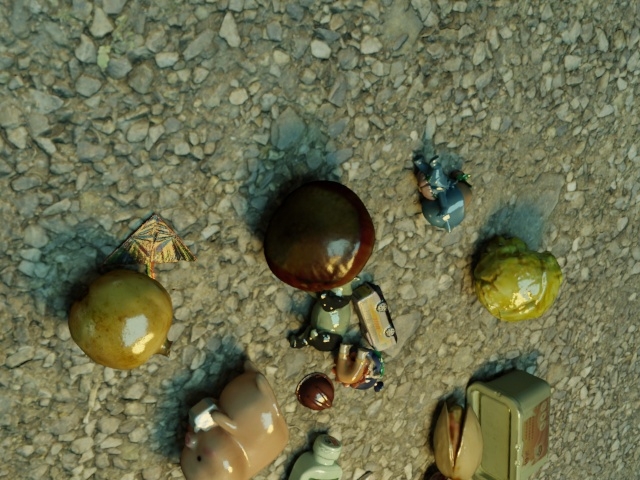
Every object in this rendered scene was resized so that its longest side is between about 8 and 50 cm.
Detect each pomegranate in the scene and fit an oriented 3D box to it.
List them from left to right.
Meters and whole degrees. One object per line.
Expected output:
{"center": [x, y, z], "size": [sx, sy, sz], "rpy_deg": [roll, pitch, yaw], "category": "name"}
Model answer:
{"center": [-0.347, 0.149, 1.426], "size": [0.196, 0.196, 0.196], "rpy_deg": [-14, 119, -26], "category": "pomegranate"}

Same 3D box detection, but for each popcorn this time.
{"center": [0.477, 0.100, 1.911], "size": [0.221, 0.183, 0.204], "rpy_deg": [21, 106, -38], "category": "popcorn"}

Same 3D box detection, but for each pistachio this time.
{"center": [0.360, 0.529, 2.069], "size": [0.144, 0.144, 0.215], "rpy_deg": [-13, 107, -26], "category": "pistachio"}

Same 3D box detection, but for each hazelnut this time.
{"center": [0.000, 0.000, 1.565], "size": [0.229, 0.229, 0.229], "rpy_deg": [-14, 119, -26], "category": "hazelnut"}

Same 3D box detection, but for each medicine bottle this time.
{"center": [-0.016, 0.580, 1.896], "size": [0.121, 0.083, 0.229], "rpy_deg": [11, 108, -33], "category": "medicine bottle"}

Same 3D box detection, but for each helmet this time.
{"center": [0.002, 0.360, 1.817], "size": [0.089, 0.057, 0.111], "rpy_deg": [-52, 128, -3], "category": "helmet"}

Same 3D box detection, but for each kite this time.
{"center": [-0.318, 0.023, 1.487], "size": [0.190, 0.010, 0.159], "rpy_deg": [-1, 115, -29], "category": "kite"}

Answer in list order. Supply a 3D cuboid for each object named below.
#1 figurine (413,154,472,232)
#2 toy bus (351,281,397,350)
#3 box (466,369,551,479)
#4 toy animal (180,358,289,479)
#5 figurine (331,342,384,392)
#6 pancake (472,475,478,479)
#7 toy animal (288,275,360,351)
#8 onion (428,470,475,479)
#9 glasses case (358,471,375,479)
{"center": [0.279, -0.116, 1.734], "size": [0.144, 0.114, 0.178], "rpy_deg": [-35, 118, -15], "category": "figurine"}
{"center": [0.123, 0.177, 1.806], "size": [0.072, 0.057, 0.172], "rpy_deg": [-28, 124, -11], "category": "toy bus"}
{"center": [0.521, 0.506, 2.138], "size": [0.182, 0.175, 0.311], "rpy_deg": [-21, 117, -34], "category": "box"}
{"center": [-0.185, 0.412, 1.646], "size": [0.256, 0.195, 0.213], "rpy_deg": [-35, 118, -9], "category": "toy animal"}
{"center": [0.078, 0.286, 1.769], "size": [0.195, 0.111, 0.102], "rpy_deg": [26, 83, -68], "category": "figurine"}
{"center": [0.479, 0.659, 2.277], "size": [0.158, 0.028, 0.158], "rpy_deg": [-12, 119, -23], "category": "pancake"}
{"center": [0.016, 0.145, 1.699], "size": [0.121, 0.094, 0.225], "rpy_deg": [-2, 113, -32], "category": "toy animal"}
{"center": [0.353, 0.709, 2.172], "size": [0.206, 0.098, 0.151], "rpy_deg": [51, 57, -31], "category": "onion"}
{"center": [0.106, 0.632, 2.035], "size": [0.083, 0.021, 0.032], "rpy_deg": [-36, 129, -12], "category": "glasses case"}
